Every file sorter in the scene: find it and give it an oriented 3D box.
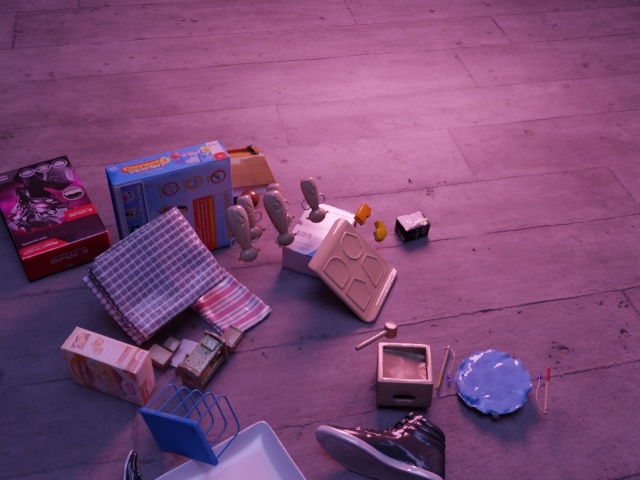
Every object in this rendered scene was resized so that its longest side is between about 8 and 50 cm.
[{"bbox_3d":[-0.275,0.385,1.518,0.170,0.118,0.104,3,35,37],"label":"file sorter"}]

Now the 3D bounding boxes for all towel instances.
[{"bbox_3d":[-0.401,0.084,1.736,0.284,0.121,0.235,-40,102,-26],"label":"towel"},{"bbox_3d":[-0.243,0.163,1.841,0.197,0.029,0.144,37,54,27],"label":"towel"}]

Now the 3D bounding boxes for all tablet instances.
[{"bbox_3d":[-0.329,0.279,1.736,0.054,0.006,0.083,16,47,10],"label":"tablet"}]

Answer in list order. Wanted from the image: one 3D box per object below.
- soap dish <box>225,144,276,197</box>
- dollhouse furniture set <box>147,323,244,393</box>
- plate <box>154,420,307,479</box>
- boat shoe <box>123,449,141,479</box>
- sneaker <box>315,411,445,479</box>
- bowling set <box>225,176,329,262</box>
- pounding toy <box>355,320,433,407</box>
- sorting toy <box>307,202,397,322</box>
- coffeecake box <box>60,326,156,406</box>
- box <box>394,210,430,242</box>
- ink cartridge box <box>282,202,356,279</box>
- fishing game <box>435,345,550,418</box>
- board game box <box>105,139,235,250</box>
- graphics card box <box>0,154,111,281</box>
[{"bbox_3d":[-0.290,-0.200,2.072,0.291,0.118,0.229,-7,17,-10],"label":"soap dish"},{"bbox_3d":[-0.300,0.236,1.695,0.161,0.101,0.182,26,56,16],"label":"dollhouse furniture set"},{"bbox_3d":[-0.162,0.544,1.465,0.278,0.045,0.277,-25,52,-25],"label":"plate"},{"bbox_3d":[-0.394,0.501,1.486,0.038,0.046,0.125,4,49,-1],"label":"boat shoe"},{"bbox_3d":[0.141,0.438,1.562,0.296,0.104,0.147,20,45,6],"label":"sneaker"},{"bbox_3d":[-0.136,-0.066,1.931,0.287,0.154,0.200,-22,16,-17],"label":"bowling set"},{"bbox_3d":[0.172,0.296,1.711,0.181,0.094,0.206,2,36,4],"label":"pounding toy"},{"bbox_3d":[0.105,0.049,1.919,0.229,0.041,0.307,43,48,-12],"label":"sorting toy"},{"bbox_3d":[-0.479,0.288,1.618,0.185,0.142,0.068,16,47,11],"label":"coffeecake box"},{"bbox_3d":[0.267,-0.041,2.068,0.083,0.052,0.062,-17,50,-19],"label":"box"},{"bbox_3d":[0.000,0.000,1.980,0.148,0.086,0.203,19,47,14],"label":"ink cartridge box"},{"bbox_3d":[0.417,0.346,1.715,0.264,0.041,0.189,8,45,14],"label":"fishing game"},{"bbox_3d":[-0.385,-0.087,1.878,0.302,0.308,0.086,-17,47,-21],"label":"board game box"},{"bbox_3d":[-0.757,-0.073,1.981,0.233,0.094,0.371,-21,50,-23],"label":"graphics card box"}]
